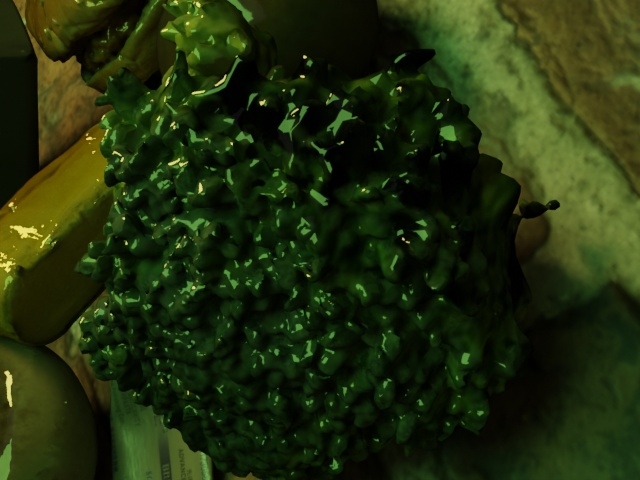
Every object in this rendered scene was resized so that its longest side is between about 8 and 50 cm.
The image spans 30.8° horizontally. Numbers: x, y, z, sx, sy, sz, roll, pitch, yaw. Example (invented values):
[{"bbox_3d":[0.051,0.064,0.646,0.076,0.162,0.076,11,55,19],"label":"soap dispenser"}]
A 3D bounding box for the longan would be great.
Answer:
[{"bbox_3d":[-0.043,-0.160,0.937,0.189,0.189,0.189,-18,59,33],"label":"longan"}]

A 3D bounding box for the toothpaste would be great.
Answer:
[{"bbox_3d":[-0.135,0.143,0.954,0.099,0.069,0.282,140,130,-56],"label":"toothpaste"}]

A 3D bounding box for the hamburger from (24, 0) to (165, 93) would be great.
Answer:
[{"bbox_3d":[-0.156,-0.274,1.070,0.283,0.144,0.259,-49,19,-4],"label":"hamburger"}]

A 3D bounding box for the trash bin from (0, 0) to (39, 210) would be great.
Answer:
[{"bbox_3d":[-0.328,-0.101,1.128,0.176,0.101,0.236,-121,34,-51],"label":"trash bin"}]

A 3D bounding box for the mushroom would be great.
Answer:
[{"bbox_3d":[-0.295,0.187,0.983,0.226,0.178,0.226,-27,51,40],"label":"mushroom"}]

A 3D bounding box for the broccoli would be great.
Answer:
[{"bbox_3d":[0.004,0.009,0.796,0.293,0.347,0.281,16,41,6],"label":"broccoli"}]

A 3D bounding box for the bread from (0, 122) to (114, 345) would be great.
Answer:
[{"bbox_3d":[-0.208,-0.014,1.013,0.094,0.102,0.245,17,55,37],"label":"bread"}]
